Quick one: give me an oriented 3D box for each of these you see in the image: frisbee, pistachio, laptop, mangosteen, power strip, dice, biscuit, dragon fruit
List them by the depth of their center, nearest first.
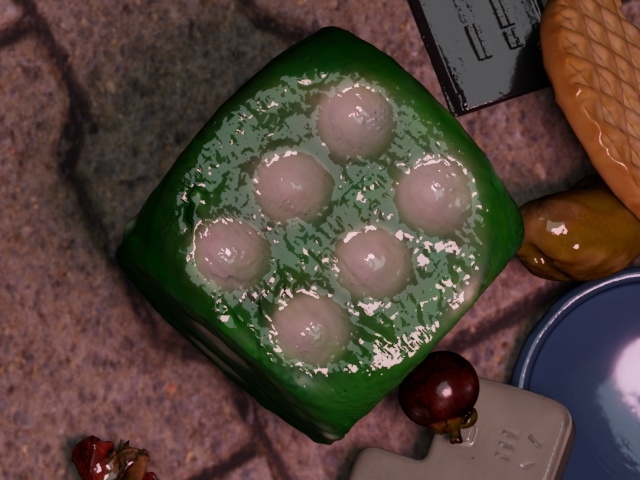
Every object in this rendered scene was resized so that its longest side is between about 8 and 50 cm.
[{"bbox_3d":[0.000,0.000,1.711,0.287,0.300,0.297,44,79,3],"label":"dice"},{"bbox_3d":[0.116,0.144,1.734,0.081,0.081,0.081,1,79,-4],"label":"mangosteen"},{"bbox_3d":[0.119,0.259,1.759,0.194,0.059,0.265,15,76,22],"label":"power strip"},{"bbox_3d":[-0.177,0.273,1.775,0.092,0.122,0.192,-22,74,-48],"label":"dragon fruit"},{"bbox_3d":[0.264,-0.007,1.809,0.110,0.189,0.100,20,111,33],"label":"pistachio"},{"bbox_3d":[0.331,0.168,1.825,0.290,0.049,0.289,0,83,1],"label":"frisbee"},{"bbox_3d":[0.309,-0.129,1.825,0.040,0.204,0.309,-33,79,35],"label":"biscuit"},{"bbox_3d":[0.166,-0.239,1.912,0.135,0.016,0.197,-20,81,-6],"label":"laptop"}]
